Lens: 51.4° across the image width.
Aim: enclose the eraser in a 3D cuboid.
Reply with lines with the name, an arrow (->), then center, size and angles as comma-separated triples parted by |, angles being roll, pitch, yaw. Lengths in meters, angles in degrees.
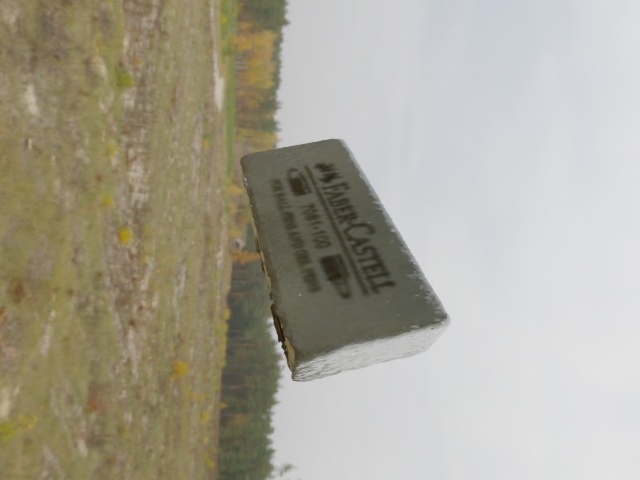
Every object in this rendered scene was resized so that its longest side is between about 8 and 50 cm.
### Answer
eraser -> 0.000, -0.001, 0.573 | 0.353, 0.111, 0.077 | -112, -170, -57
